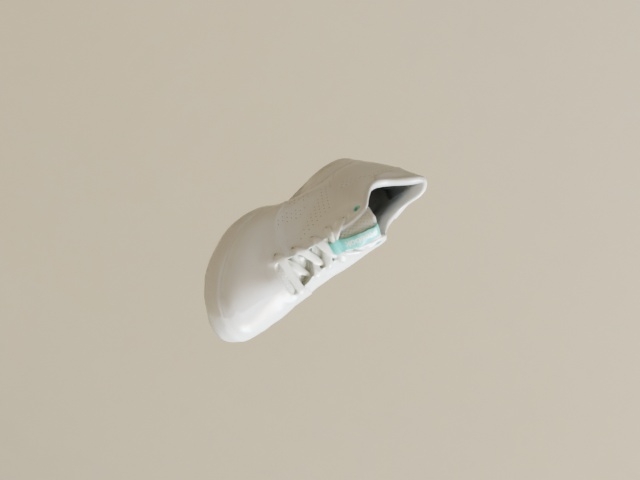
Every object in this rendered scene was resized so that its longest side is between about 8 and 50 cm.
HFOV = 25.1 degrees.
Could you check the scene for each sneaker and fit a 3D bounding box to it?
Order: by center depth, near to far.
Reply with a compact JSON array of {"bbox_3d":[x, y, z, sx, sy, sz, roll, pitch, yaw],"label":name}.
[{"bbox_3d":[0.000,0.000,1.094,0.212,0.094,0.080,-45,-58,-35],"label":"sneaker"}]
